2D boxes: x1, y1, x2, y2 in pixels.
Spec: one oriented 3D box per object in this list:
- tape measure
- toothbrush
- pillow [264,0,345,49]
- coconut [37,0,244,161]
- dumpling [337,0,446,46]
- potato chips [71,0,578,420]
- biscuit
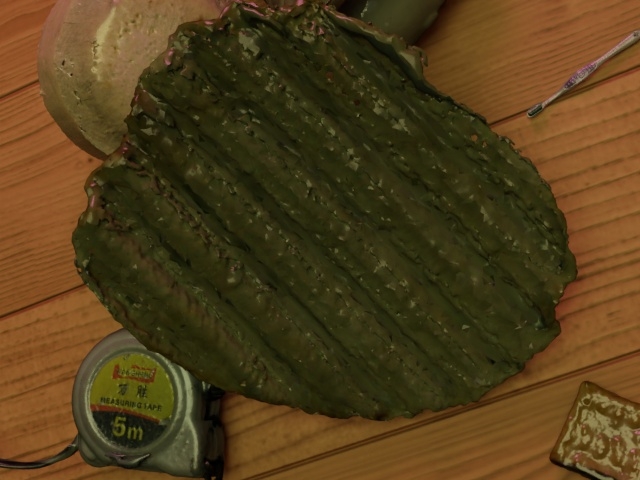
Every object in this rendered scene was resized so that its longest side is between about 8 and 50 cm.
[{"bbox_3d":[-0.248,0.156,1.016,0.330,0.084,0.164,5,79,19],"label":"tape measure"},{"bbox_3d":[0.250,-0.158,0.955,0.131,0.013,0.011,-36,76,5],"label":"toothbrush"},{"bbox_3d":[-0.009,-0.301,0.962,0.185,0.075,0.302,-49,33,13],"label":"pillow"},{"bbox_3d":[-0.175,-0.175,0.995,0.224,0.224,0.234,-57,27,1],"label":"coconut"},{"bbox_3d":[0.067,-0.252,0.998,0.105,0.149,0.216,29,95,-17],"label":"dumpling"},{"bbox_3d":[0.000,0.000,0.883,0.429,0.070,0.358,43,106,-8],"label":"potato chips"},{"bbox_3d":[0.254,0.175,0.884,0.083,0.018,0.081,22,87,20],"label":"biscuit"}]
